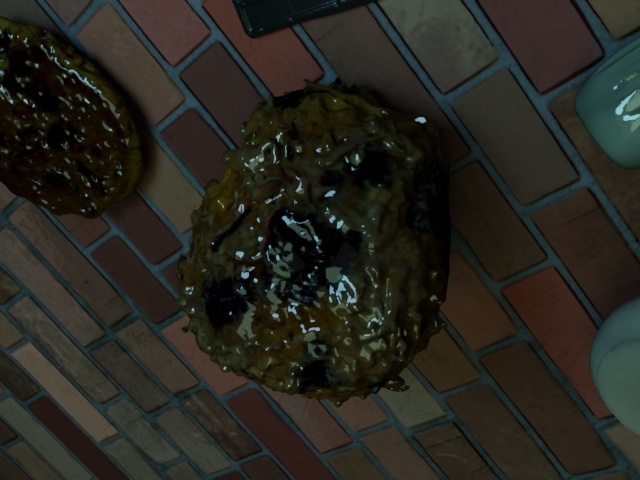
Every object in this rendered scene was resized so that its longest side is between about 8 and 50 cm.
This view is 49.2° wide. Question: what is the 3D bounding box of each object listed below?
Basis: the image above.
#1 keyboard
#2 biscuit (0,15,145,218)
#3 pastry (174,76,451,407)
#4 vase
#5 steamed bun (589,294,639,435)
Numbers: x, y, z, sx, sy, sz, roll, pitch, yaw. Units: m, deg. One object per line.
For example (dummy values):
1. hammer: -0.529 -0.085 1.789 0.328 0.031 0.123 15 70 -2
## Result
1. keyboard: 0.054 -0.336 0.828 0.381 0.041 0.103 -6 119 32
2. biscuit: -0.424 -0.183 1.082 0.334 0.081 0.289 44 125 -13
3. pastry: 0.006 0.016 0.861 0.337 0.292 0.405 34 102 24
4. vase: 0.396 -0.187 0.732 0.128 0.128 0.248 45 117 -9
5. steamed bun: 0.471 0.151 0.893 0.232 0.145 0.231 18 133 21
